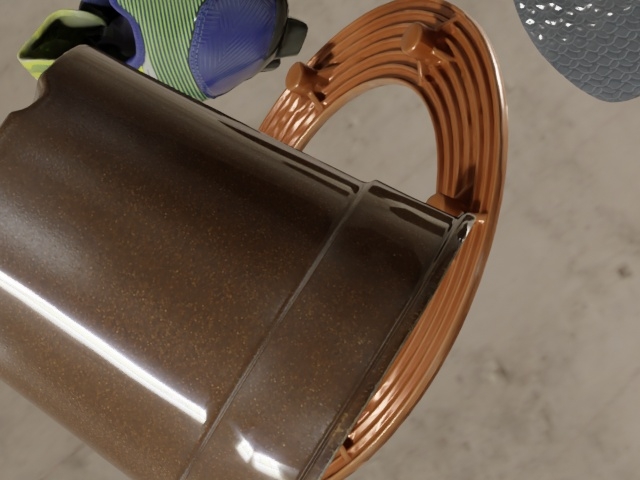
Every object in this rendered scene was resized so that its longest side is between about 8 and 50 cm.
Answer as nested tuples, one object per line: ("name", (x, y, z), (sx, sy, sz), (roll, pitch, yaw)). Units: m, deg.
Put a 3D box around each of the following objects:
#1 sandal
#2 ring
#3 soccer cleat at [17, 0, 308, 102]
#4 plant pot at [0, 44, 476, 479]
("sandal", (0.132, -0.195, 1.060), (0.254, 0.097, 0.054), (62, -144, -17))
("ring", (0.000, 0.000, 1.214), (0.032, 0.336, 0.336), (23, -118, -29))
("soccer cleat", (-0.110, -0.089, 1.018), (0.121, 0.289, 0.093), (0, -107, -26))
("plant pot", (-0.053, 0.018, 0.743), (0.165, 0.167, 0.167), (33, -121, 1))
